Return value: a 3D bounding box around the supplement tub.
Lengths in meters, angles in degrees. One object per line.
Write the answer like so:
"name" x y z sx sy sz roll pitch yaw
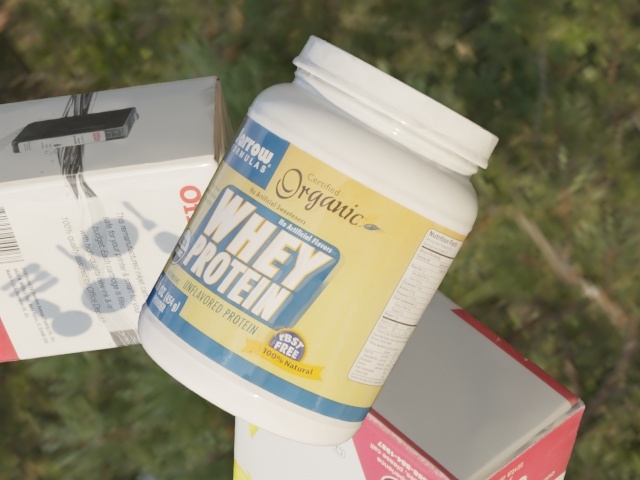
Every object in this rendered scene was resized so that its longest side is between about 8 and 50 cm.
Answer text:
"supplement tub" 0.000 0.000 0.865 0.144 0.199 0.144 28 -175 -3

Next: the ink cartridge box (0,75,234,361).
"ink cartridge box" -0.194 -0.012 1.253 0.114 0.273 0.197 -92 -7 -46

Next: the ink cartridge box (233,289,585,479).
"ink cartridge box" 0.063 0.233 1.430 0.279 0.160 0.384 37 142 29
